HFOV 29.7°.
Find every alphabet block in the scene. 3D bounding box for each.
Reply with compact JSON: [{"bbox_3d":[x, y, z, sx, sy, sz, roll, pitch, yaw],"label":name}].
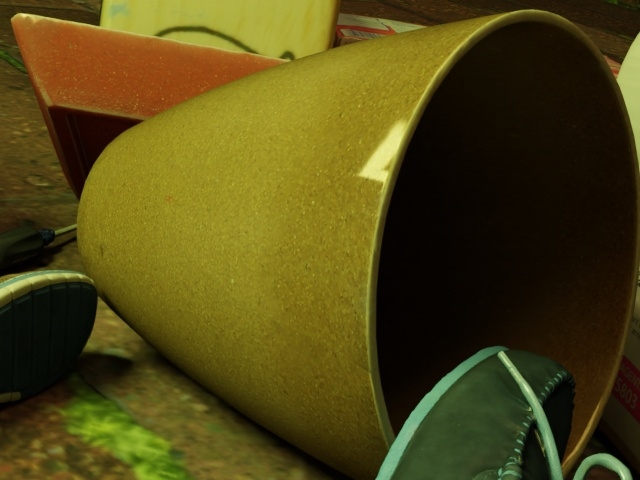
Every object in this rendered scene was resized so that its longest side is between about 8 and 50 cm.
[{"bbox_3d":[-0.099,-0.158,1.033,0.192,0.197,0.193,6,19,-10],"label":"alphabet block"}]

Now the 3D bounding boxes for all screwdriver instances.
[{"bbox_3d":[-0.177,-0.009,0.824,0.024,0.025,0.170,16,20,16],"label":"screwdriver"}]

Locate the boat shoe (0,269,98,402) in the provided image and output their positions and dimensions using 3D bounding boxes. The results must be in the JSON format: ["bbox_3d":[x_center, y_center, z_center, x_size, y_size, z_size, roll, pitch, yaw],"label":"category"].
[{"bbox_3d":[-0.186,0.047,0.592,0.066,0.066,0.183,19,20,27],"label":"boat shoe"}]

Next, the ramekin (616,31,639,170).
[{"bbox_3d":[0.377,-0.098,1.017,0.277,0.277,0.135,1,14,-27],"label":"ramekin"}]

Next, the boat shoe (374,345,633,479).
[{"bbox_3d":[0.057,0.133,0.427,0.089,0.109,0.258,6,35,26],"label":"boat shoe"}]

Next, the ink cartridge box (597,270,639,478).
[{"bbox_3d":[0.259,0.086,0.689,0.193,0.088,0.234,6,20,-16],"label":"ink cartridge box"}]

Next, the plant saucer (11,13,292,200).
[{"bbox_3d":[-0.070,-0.058,0.827,0.259,0.047,0.259,10,-17,-3],"label":"plant saucer"}]

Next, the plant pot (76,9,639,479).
[{"bbox_3d":[0.000,0.000,0.630,0.254,0.237,0.237,9,14,40],"label":"plant pot"}]

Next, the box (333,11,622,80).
[{"bbox_3d":[0.137,-0.112,1.109,0.300,0.142,0.154,7,19,-12],"label":"box"}]
